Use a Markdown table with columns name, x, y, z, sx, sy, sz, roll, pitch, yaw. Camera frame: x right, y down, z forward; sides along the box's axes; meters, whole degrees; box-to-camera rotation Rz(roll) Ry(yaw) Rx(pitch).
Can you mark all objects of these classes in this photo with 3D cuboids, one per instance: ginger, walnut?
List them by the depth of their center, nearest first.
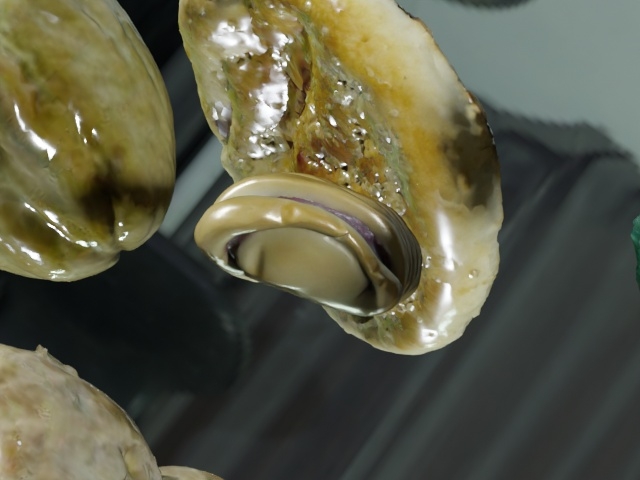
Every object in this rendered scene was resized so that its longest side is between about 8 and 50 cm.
| name | x | y | z | sx | sy | sz | roll | pitch | yaw |
| --- | --- | --- | --- | --- | --- | --- | --- | --- | --- |
| ginger | -0.140 | 0.208 | 1.181 | 0.176 | 0.256 | 0.375 | -7 | 160 | 41 |
| walnut | -0.234 | -0.100 | 1.519 | 0.283 | 0.227 | 0.283 | 51 | 170 | 12 |

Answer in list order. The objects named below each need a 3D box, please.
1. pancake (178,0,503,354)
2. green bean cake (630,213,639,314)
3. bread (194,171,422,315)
| name | x | y | z | sx | sy | sz | roll | pitch | yaw |
| --- | --- | --- | --- | --- | --- | --- | --- | --- | --- |
| pancake | 0.004 | -0.071 | 1.577 | 0.387 | 0.082 | 0.387 | 43 | 149 | 33 |
| green bean cake | 0.473 | 0.051 | 1.936 | 0.300 | 0.169 | 0.308 | 12 | 141 | 22 |
| bread | 0.000 | 0.000 | 1.298 | 0.134 | 0.081 | 0.225 | 18 | 180 | 6 |
